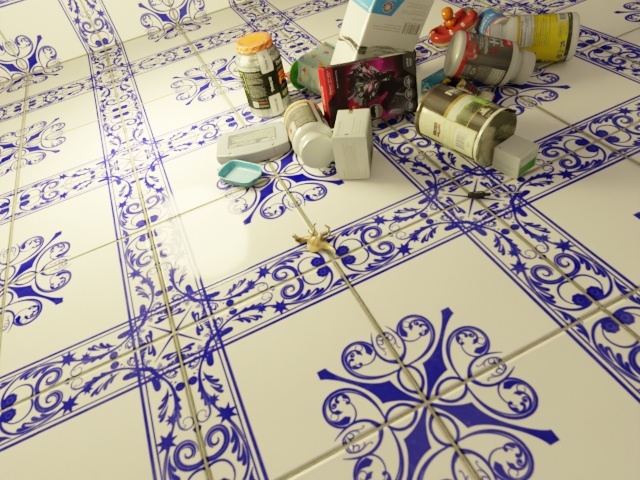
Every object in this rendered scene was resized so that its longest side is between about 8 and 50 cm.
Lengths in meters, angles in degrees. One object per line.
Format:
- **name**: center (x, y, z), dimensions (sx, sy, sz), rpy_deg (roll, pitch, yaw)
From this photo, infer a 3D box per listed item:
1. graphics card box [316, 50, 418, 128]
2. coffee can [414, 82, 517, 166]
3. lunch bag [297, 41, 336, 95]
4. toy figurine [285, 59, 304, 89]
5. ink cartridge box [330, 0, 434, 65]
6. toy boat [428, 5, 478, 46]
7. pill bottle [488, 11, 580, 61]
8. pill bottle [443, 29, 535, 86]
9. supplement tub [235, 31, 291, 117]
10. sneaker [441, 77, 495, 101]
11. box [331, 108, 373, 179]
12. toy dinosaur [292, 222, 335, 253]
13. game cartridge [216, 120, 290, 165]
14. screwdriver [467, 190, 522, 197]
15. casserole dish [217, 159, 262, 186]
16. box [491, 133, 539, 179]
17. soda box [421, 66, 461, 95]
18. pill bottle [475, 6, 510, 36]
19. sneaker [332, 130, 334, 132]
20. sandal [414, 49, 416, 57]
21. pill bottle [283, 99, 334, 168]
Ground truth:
- **graphics card box**: center (0.189, -0.587, 1.759), dimensions (0.371, 0.232, 0.094), rpy_deg (-12, 25, -7)
- **coffee can**: center (0.495, -0.402, 1.555), dimensions (0.202, 0.201, 0.275), rpy_deg (-34, 49, -19)
- **lunch bag**: center (0.059, -0.762, 2.037), dimensions (0.262, 0.160, 0.223), rpy_deg (31, 56, 20)
- **toy figurine**: center (-0.138, -0.796, 2.159), dimensions (0.159, 0.130, 0.173), rpy_deg (19, 31, 40)
- **ink cartridge box**: center (0.233, -0.817, 1.819), dimensions (0.286, 0.394, 0.166), rpy_deg (-10, 48, -32)
- **toy boat**: center (0.617, -1.037, 2.140), dimensions (0.231, 0.151, 0.151), rpy_deg (-35, 41, 18)
- **pill bottle**: center (0.886, -0.847, 1.900), dimensions (0.334, 0.187, 0.187), rpy_deg (4, 48, 17)
- **pill bottle**: center (0.673, -0.716, 1.799), dimensions (0.319, 0.176, 0.176), rpy_deg (10, 47, -4)
- **supplement tub**: center (-0.249, -0.711, 1.945), dimensions (0.194, 0.316, 0.193), rpy_deg (-7, 47, 7)
- **sneaker**: center (0.577, -0.587, 1.789), dimensions (0.225, 0.092, 0.088), rpy_deg (20, 54, 28)
- **box**: center (0.118, -0.340, 1.597), dimensions (0.119, 0.181, 0.180), rpy_deg (0, 47, 12)
- **toy dinosaur**: center (0.000, 0.000, 1.402), dimensions (0.183, 0.053, 0.092), rpy_deg (17, 68, 36)
- **game cartridge**: center (-0.273, -0.391, 1.829), dimensions (0.297, 0.062, 0.198), rpy_deg (-11, 50, 3)
- **screwdriver**: center (0.552, -0.147, 1.423), dimensions (0.170, 0.024, 0.025), rpy_deg (-2, 17, 9)
- **casserole dish**: center (-0.303, -0.251, 1.712), dimensions (0.189, 0.037, 0.114), rpy_deg (16, 52, 25)
- **box**: center (0.638, -0.275, 1.478), dimensions (0.101, 0.087, 0.102), rpy_deg (-34, 48, -18)
- **soda box**: center (0.525, -0.680, 1.908), dimensions (0.210, 0.067, 0.071), rpy_deg (-34, 49, -19)
- **pill bottle**: center (0.805, -1.023, 2.133), dimensions (0.124, 0.124, 0.221), rpy_deg (-16, 44, -2)
- **sneaker**: center (0.111, -0.417, 1.746), dimensions (0.178, 0.077, 0.072), rpy_deg (8, 48, 21)
- **sandal**: center (0.401, -0.861, 2.120), dimensions (0.097, 0.054, 0.254), rpy_deg (-1, 47, 12)
- **pill bottle**: center (-0.039, -0.402, 1.706), dimensions (0.162, 0.162, 0.278), rpy_deg (-16, 45, -3)
